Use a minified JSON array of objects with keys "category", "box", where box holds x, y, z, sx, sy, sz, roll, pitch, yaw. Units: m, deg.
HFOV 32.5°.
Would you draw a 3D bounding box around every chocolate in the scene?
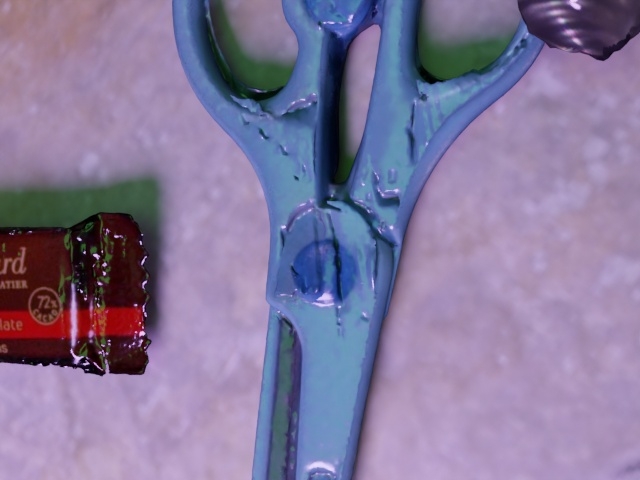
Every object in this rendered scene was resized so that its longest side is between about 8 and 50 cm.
[{"category":"chocolate","box":[-0.165,0.026,0.553,0.183,0.028,0.086,-3,94,18]}]

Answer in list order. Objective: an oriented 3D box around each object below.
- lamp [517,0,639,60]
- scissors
[{"category":"lamp","box":[0.119,-0.198,0.440,0.101,0.101,0.250,8,82,17]},{"category":"scissors","box":[0.000,0.000,0.501,0.180,0.032,0.392,8,90,18]}]
